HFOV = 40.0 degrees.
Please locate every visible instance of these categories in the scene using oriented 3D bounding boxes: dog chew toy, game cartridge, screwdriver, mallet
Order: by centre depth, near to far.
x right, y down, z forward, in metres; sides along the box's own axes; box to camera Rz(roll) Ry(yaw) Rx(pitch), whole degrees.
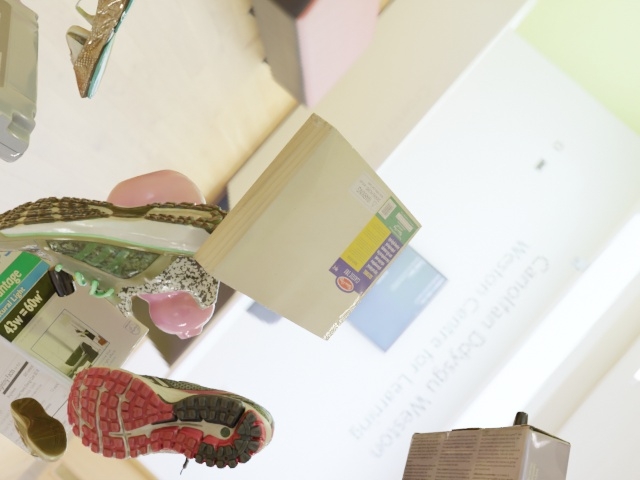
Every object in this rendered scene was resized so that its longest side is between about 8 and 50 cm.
[{"bbox_3d":[-0.367,-0.207,0.845,0.062,0.198,0.297,-48,-146,20],"label":"game cartridge"},{"bbox_3d":[0.294,0.344,1.339,0.025,0.024,0.170,-12,-119,53],"label":"screwdriver"},{"bbox_3d":[-0.417,0.067,1.659,0.039,0.189,0.062,-86,169,-67],"label":"mallet"},{"bbox_3d":[-0.303,0.031,1.747,0.206,0.332,0.206,-17,-178,1],"label":"dog chew toy"}]

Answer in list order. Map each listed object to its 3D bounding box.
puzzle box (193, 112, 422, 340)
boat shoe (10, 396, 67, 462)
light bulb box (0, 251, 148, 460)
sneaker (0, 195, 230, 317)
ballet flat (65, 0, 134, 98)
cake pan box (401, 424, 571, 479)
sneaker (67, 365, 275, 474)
[{"bbox_3d":[0.000,0.000,1.392,0.272,0.052,0.409,-50,149,0],"label":"puzzle box"},{"bbox_3d":[-0.424,0.292,1.319,0.056,0.153,0.048,-12,119,-40],"label":"boat shoe"},{"bbox_3d":[-0.624,0.227,1.859,0.358,0.361,0.225,-43,-169,43],"label":"light bulb box"},{"bbox_3d":[-0.333,0.037,1.353,0.158,0.410,0.182,-95,-172,-75],"label":"sneaker"},{"bbox_3d":[-0.300,-0.285,1.174,0.206,0.067,0.073,-57,-166,29],"label":"ballet flat"},{"bbox_3d":[0.166,0.340,1.004,0.267,0.070,0.246,-30,-138,61],"label":"cake pan box"},{"bbox_3d":[-0.210,0.248,1.211,0.112,0.299,0.121,19,83,-76],"label":"sneaker"}]
